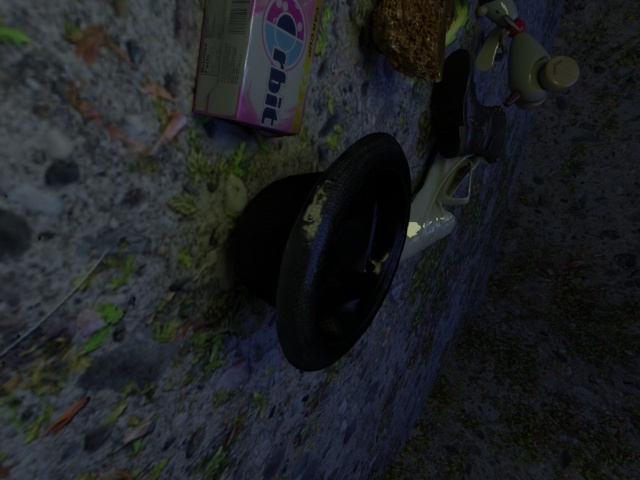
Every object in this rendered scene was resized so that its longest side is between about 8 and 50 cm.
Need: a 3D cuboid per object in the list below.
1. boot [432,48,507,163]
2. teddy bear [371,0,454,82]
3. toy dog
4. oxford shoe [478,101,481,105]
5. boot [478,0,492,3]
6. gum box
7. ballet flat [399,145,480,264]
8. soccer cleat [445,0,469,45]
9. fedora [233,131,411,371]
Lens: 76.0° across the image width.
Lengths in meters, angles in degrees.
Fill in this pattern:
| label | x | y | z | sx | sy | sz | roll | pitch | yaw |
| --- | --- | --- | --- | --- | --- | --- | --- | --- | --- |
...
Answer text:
| label | x | y | z | sx | sy | sz | roll | pitch | yaw |
| --- | --- | --- | --- | --- | --- | --- | --- | --- | --- |
| boot | 0.378 | -0.316 | 1.001 | 0.229 | 0.091 | 0.262 | -13 | 110 | -37 |
| teddy bear | 0.148 | -0.419 | 0.631 | 0.245 | 0.113 | 0.337 | -27 | 122 | -62 |
| toy dog | 0.483 | -0.468 | 1.051 | 0.161 | 0.333 | 0.220 | -28 | 154 | -8 |
| oxford shoe | 0.402 | -0.347 | 1.146 | 0.271 | 0.097 | 0.098 | 0 | 72 | -53 |
| boot | 0.256 | -0.522 | 0.609 | 0.236 | 0.089 | 0.269 | -85 | 158 | -73 |
| gum box | -0.058 | -0.202 | 0.416 | 0.107 | 0.062 | 0.188 | -10 | 115 | -58 |
| ballet flat | 0.301 | -0.096 | 1.044 | 0.400 | 0.139 | 0.139 | -60 | 150 | -20 |
| soccer cleat | 0.237 | -0.493 | 0.768 | 0.121 | 0.093 | 0.289 | 20 | 94 | -32 |
| fedora | 0.000 | 0.000 | 0.545 | 0.334 | 0.153 | 0.333 | -43 | 142 | -47 |
